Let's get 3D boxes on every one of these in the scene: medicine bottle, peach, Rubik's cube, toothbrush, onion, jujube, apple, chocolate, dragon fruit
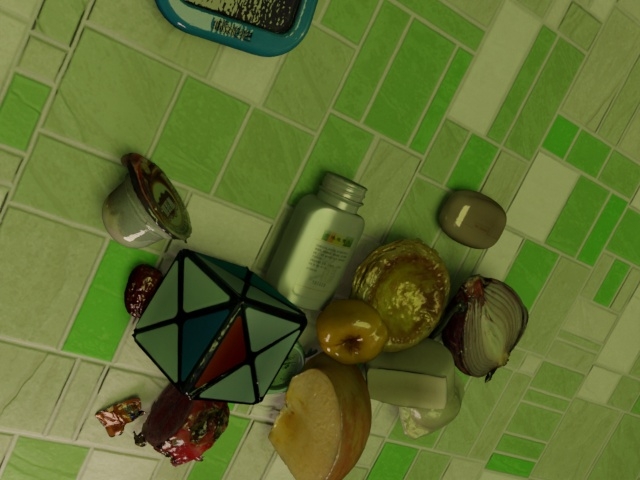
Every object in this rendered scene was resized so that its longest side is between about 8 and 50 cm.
[{"bbox_3d":[0.000,0.000,1.789,0.179,0.124,0.324,17,103,-37],"label":"medicine bottle"},{"bbox_3d":[0.076,0.223,1.805,0.179,0.103,0.179,4,123,7],"label":"peach"},{"bbox_3d":[-0.222,0.194,1.645,0.248,0.246,0.250,26,97,-52],"label":"Rubik's cube"},{"bbox_3d":[0.323,0.238,2.000,0.030,0.031,0.297,-24,159,-29],"label":"toothbrush"},{"bbox_3d":[0.420,0.198,2.056,0.267,0.159,0.349,-39,124,-23],"label":"onion"},{"bbox_3d":[-0.400,0.114,1.665,0.077,0.077,0.129,8,116,-29],"label":"jujube"},{"bbox_3d":[0.014,0.449,1.894,0.252,0.314,0.309,28,112,-2],"label":"apple"},{"bbox_3d":[-0.384,-0.063,1.552,0.147,0.221,0.221,-26,121,7],"label":"chocolate"},{"bbox_3d":[-0.312,0.432,1.769,0.147,0.211,0.282,37,117,-27],"label":"dragon fruit"}]

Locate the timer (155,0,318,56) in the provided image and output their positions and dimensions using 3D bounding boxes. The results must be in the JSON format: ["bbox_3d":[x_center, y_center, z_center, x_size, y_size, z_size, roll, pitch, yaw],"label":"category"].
[{"bbox_3d":[-0.160,-0.547,1.492,0.340,0.115,0.309,11,104,-30],"label":"timer"}]

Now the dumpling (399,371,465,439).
[{"bbox_3d":[0.319,0.446,2.133,0.252,0.131,0.179,-29,98,-26],"label":"dumpling"}]

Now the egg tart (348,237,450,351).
[{"bbox_3d":[0.190,0.133,1.935,0.318,0.128,0.319,-10,113,-25],"label":"egg tart"}]

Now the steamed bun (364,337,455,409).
[{"bbox_3d":[0.244,0.349,2.004,0.241,0.164,0.146,4,122,12],"label":"steamed bun"}]

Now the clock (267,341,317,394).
[{"bbox_3d":[-0.110,0.313,1.891,0.210,0.066,0.159,6,107,-29],"label":"clock"}]

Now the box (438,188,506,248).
[{"bbox_3d":[0.410,-0.056,1.990,0.200,0.088,0.146,21,100,-30],"label":"box"}]

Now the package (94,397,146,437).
[{"bbox_3d":[-0.472,0.421,1.771,0.110,0.033,0.077,-26,129,-10],"label":"package"}]
